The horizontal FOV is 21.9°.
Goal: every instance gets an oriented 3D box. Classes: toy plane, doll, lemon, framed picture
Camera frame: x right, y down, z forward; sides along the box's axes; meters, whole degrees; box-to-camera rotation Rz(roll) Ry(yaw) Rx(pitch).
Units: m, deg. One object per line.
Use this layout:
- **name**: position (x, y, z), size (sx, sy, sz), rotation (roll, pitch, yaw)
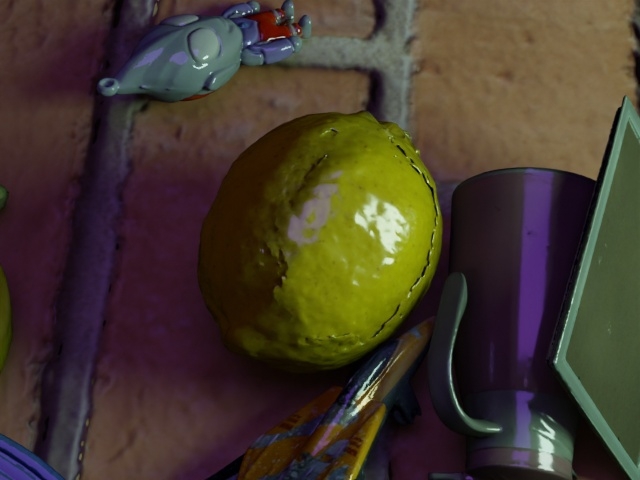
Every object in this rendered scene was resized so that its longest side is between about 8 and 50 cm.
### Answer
- **toy plane**: position (0.004, 0.181, 1.366), size (0.204, 0.103, 0.316), rotation (16, 45, 43)
- **doll**: position (-0.114, -0.180, 1.603), size (0.227, 0.075, 0.102), rotation (-21, 44, -25)
- **lemon**: position (0.000, 0.000, 1.421), size (0.204, 0.204, 0.260), rotation (29, 66, 16)
- **framed picture**: position (0.261, 0.045, 1.408), size (0.017, 0.217, 0.274), rotation (0, 53, 33)

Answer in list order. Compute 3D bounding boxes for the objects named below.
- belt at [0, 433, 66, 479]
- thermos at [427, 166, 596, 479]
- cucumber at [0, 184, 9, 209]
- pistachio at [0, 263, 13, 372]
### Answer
- **belt**: position (-0.247, 0.293, 1.260), size (0.212, 0.117, 0.347), rotation (-33, 77, -24)
- **thermos**: position (0.165, 0.080, 1.406), size (0.176, 0.146, 0.265), rotation (24, 62, -34)
- **cucumber**: position (-0.381, -0.071, 1.543), size (0.187, 0.058, 0.058), rotation (30, 64, 16)
- **pistachio**: position (-0.324, 0.084, 1.433), size (0.110, 0.100, 0.189), rotation (19, 49, -15)
